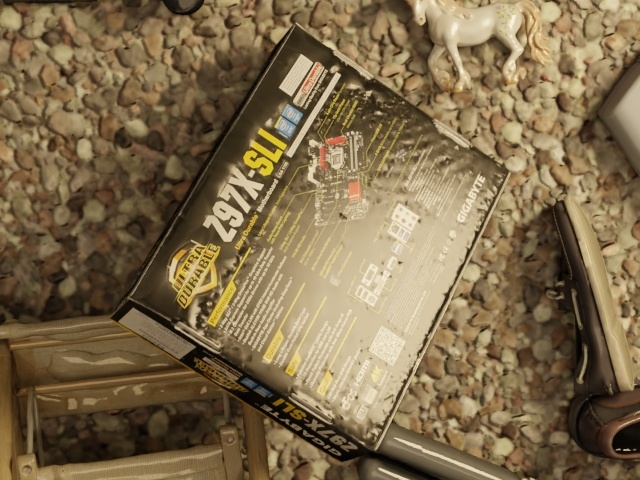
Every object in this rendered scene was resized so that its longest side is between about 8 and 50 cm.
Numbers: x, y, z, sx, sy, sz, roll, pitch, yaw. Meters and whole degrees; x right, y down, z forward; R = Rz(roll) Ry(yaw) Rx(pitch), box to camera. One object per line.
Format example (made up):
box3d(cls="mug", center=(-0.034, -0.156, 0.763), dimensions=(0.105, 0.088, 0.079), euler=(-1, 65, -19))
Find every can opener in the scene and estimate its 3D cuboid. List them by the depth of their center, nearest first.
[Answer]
box3d(cls="can opener", center=(0.175, 0.265, 1.386), dimensions=(0.280, 0.093, 0.074), euler=(25, 97, -5))

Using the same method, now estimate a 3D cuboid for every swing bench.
box3d(cls="swing bench", center=(-0.177, 0.196, 1.289), dimensions=(0.253, 0.165, 0.254), euler=(-5, 75, -4))

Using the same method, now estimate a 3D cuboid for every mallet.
box3d(cls="mallet", center=(-0.201, -0.231, 1.290), dimensions=(0.190, 0.062, 0.039), euler=(1, 99, 9))

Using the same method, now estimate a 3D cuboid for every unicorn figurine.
box3d(cls="unicorn figurine", center=(0.140, -0.200, 1.319), dimensions=(0.162, 0.060, 0.111), euler=(-11, 101, -20))

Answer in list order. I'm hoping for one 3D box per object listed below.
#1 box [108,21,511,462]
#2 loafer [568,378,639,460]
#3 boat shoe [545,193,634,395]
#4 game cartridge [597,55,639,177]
box3d(cls="box", center=(0.000, 0.000, 1.251), dimensions=(0.257, 0.079, 0.322), euler=(32, 65, -9))
box3d(cls="loafer", center=(0.409, 0.184, 1.387), dimensions=(0.303, 0.095, 0.109), euler=(-6, 100, -5))
box3d(cls="boat shoe", center=(0.256, 0.058, 1.363), dimensions=(0.065, 0.075, 0.206), euler=(-15, 95, 21))
box3d(cls="game cartridge", center=(0.435, -0.156, 1.355), dimensions=(0.297, 0.062, 0.198), euler=(-37, 105, 1))
